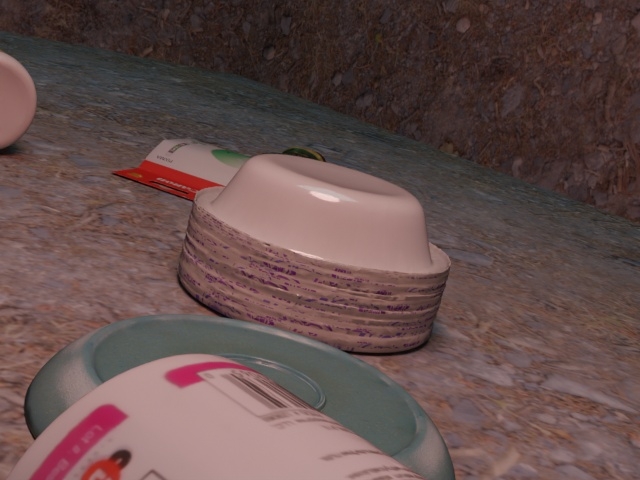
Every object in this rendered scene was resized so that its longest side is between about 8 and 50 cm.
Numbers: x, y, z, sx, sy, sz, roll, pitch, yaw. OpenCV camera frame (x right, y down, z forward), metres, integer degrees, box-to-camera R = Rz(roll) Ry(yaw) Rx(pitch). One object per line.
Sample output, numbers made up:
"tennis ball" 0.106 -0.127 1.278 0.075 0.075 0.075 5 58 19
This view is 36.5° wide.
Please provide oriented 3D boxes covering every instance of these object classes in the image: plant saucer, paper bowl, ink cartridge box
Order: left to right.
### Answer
"ink cartridge box" -0.188 -0.110 1.508 0.181 0.056 0.224 19 12 18
"plant saucer" -0.049 0.120 0.708 0.317 0.044 0.317 15 13 -3
"paper bowl" 0.000 0.000 1.039 0.284 0.148 0.284 14 12 -3

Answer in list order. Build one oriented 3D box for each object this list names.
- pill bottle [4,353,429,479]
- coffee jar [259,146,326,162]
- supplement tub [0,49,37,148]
"pill bottle" 0.018 0.165 0.326 0.283 0.160 0.160 25 17 40
"coffee jar" -0.048 -0.091 1.476 0.079 0.096 0.184 16 14 12
"supplement tub" -0.505 -0.219 1.406 0.144 0.144 0.199 6 15 -34
